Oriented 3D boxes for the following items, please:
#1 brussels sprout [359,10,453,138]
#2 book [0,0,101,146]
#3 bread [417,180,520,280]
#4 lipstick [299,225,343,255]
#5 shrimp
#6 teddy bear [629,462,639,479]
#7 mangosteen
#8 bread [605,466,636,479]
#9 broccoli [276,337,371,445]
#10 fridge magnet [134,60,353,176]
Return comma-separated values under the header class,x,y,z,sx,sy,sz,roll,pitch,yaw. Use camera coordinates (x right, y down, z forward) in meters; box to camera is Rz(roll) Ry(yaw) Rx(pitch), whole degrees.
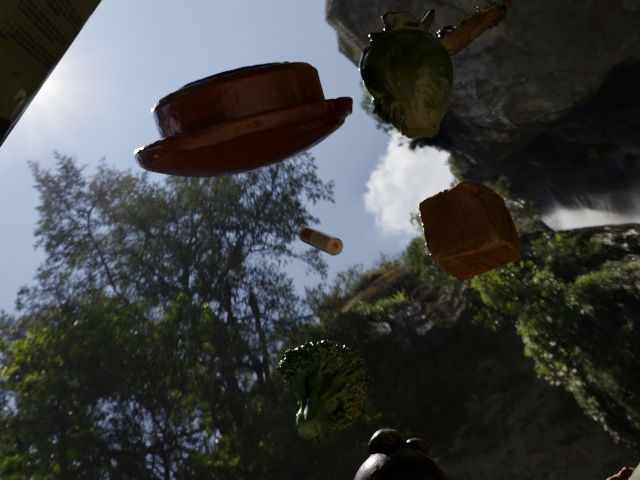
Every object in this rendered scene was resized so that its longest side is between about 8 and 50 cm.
class,x,y,z,sx,sy,sz,roll,pitch,yaw
brussels sprout,0.131,-0.247,0.942,0.139,0.100,0.181,-17,-110,15
book,-0.298,-0.181,0.596,0.026,0.201,0.289,32,-94,-5
bread,0.293,-0.018,1.221,0.143,0.158,0.149,-30,-32,27
lipstick,0.000,0.000,1.302,0.038,0.131,0.038,-7,-75,-27
shrimp,0.236,-0.379,1.077,0.178,0.124,0.034,-38,-38,-3
teddy bear,0.167,0.149,0.144,0.156,0.256,0.267,39,-124,13
mangosteen,0.160,0.495,1.228,0.210,0.210,0.209,-2,-74,-7
bread,0.587,0.559,0.985,0.398,0.215,0.398,4,-103,-18
broccoli,-0.007,0.306,1.192,0.194,0.194,0.219,5,-63,-9
fridge magnet,-0.125,-0.189,1.011,0.364,0.363,0.155,-15,-81,-3
